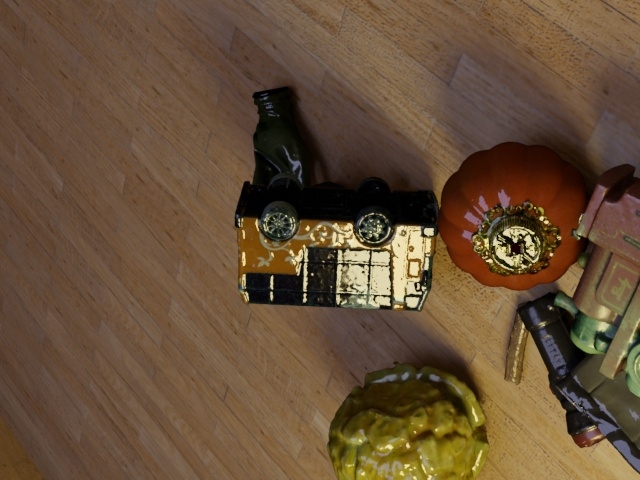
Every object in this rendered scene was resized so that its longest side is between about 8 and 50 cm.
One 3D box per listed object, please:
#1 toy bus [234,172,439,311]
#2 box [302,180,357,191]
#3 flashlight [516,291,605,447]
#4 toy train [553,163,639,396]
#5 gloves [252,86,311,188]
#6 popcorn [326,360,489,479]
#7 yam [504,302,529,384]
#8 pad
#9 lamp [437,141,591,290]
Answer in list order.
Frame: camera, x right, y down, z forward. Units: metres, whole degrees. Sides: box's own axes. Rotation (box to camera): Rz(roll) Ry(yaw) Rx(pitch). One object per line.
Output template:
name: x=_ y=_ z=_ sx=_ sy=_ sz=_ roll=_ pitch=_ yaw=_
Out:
toy bus: x=0.027 y=0.007 z=1.625 sx=0.323 sy=0.162 sz=0.194 roll=3 pitch=115 yaw=1
box: x=0.000 y=0.000 z=1.794 sx=0.090 sy=0.144 sz=0.201 roll=27 pitch=126 yaw=43
flashlight: x=0.373 y=0.193 z=1.493 sx=0.093 sy=0.093 sz=0.232 roll=-40 pitch=73 yaw=50
toy train: x=0.432 y=0.061 z=1.297 sx=0.221 sy=0.150 sz=0.304 roll=31 pitch=127 yaw=26
gloves: x=-0.074 y=-0.155 z=1.842 sx=0.135 sy=0.107 sz=0.268 roll=-4 pitch=86 yaw=42
popcorn: x=0.142 y=0.351 z=1.696 sx=0.282 sy=0.282 sz=0.247 roll=26 pitch=141 yaw=40
yam: x=0.318 y=0.168 z=1.591 sx=0.032 sy=0.032 sz=0.145 roll=29 pitch=125 yaw=39
pad: x=0.469 y=0.232 z=1.389 sx=0.174 sy=0.022 sz=0.233 roll=-49 pitch=64 yaw=13
lamp: x=0.279 y=-0.034 z=1.416 sx=0.223 sy=0.196 sz=0.223 roll=4 pitch=119 yaw=8
